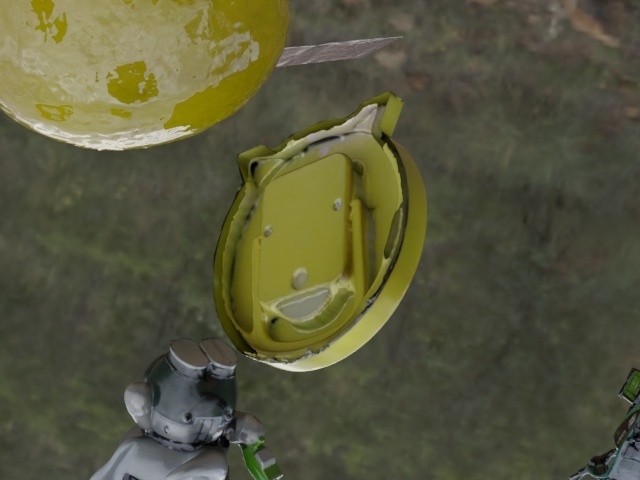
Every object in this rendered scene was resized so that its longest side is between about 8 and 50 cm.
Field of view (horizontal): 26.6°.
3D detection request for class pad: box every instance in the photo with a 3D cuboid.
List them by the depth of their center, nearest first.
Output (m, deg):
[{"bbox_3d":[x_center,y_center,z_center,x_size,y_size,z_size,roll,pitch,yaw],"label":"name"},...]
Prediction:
[{"bbox_3d":[-0.001,-0.233,1.701,0.187,0.006,0.113,-10,177,-28],"label":"pad"}]

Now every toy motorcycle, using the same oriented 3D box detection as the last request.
[{"bbox_3d":[0.356,0.243,1.571,0.058,0.173,0.100,23,-171,-20],"label":"toy motorcycle"}]

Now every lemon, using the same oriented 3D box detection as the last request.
[{"bbox_3d":[-0.195,-0.250,1.339,0.348,0.348,0.348,15,165,4],"label":"lemon"}]

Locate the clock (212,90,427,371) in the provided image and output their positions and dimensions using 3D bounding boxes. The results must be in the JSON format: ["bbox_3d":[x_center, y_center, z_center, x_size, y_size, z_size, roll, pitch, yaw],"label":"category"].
[{"bbox_3d":[0.003,0.003,1.454,0.277,0.293,0.071,-13,149,40],"label":"clock"}]

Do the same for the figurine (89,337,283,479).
[{"bbox_3d":[-0.119,0.175,1.141,0.147,0.192,0.126,-2,-147,-39],"label":"figurine"}]
